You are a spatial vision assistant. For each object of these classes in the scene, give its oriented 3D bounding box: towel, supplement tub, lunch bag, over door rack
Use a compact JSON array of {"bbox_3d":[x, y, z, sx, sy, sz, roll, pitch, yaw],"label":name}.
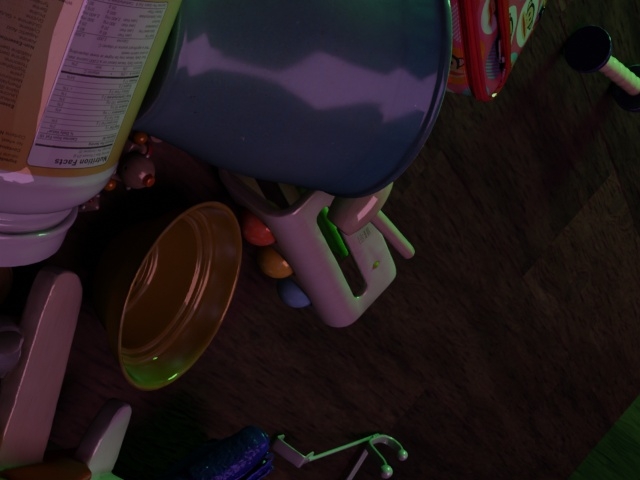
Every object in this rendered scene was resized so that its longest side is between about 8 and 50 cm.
[{"bbox_3d":[-0.209,0.352,1.560,0.308,0.076,0.228,-32,179,-25],"label":"towel"},{"bbox_3d":[-0.237,-0.161,0.940,0.228,0.228,0.316,-3,125,-51],"label":"supplement tub"},{"bbox_3d":[0.161,-0.302,1.342,0.258,0.120,0.293,-58,152,-28],"label":"lunch bag"},{"bbox_3d":[-0.003,0.430,1.967,0.324,0.108,0.239,11,113,-55],"label":"over door rack"}]

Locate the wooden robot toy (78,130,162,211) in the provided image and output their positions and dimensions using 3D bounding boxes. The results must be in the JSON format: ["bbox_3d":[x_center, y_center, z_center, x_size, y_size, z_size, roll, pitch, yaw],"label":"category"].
[{"bbox_3d":[-0.182,-0.083,1.235,0.173,0.079,0.076,-55,148,8],"label":"wooden robot toy"}]

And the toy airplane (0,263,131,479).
[{"bbox_3d":[-0.345,0.259,1.258,0.384,0.273,0.386,106,2,-54],"label":"toy airplane"}]

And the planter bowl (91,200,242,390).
[{"bbox_3d":[-0.182,0.045,1.337,0.217,0.090,0.217,-45,147,-40],"label":"planter bowl"}]

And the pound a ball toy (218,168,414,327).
[{"bbox_3d":[0.000,0.000,1.429,0.136,0.208,0.319,-44,149,-11],"label":"pound a ball toy"}]

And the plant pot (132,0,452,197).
[{"bbox_3d":[-0.065,-0.182,1.134,0.255,0.271,0.271,3,121,-35],"label":"plant pot"}]

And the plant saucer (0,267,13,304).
[{"bbox_3d":[-0.344,0.047,1.223,0.083,0.015,0.083,-33,145,-27],"label":"plant saucer"}]

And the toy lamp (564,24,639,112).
[{"bbox_3d":[0.453,-0.252,1.870,0.080,0.080,0.275,-56,147,9],"label":"toy lamp"}]
